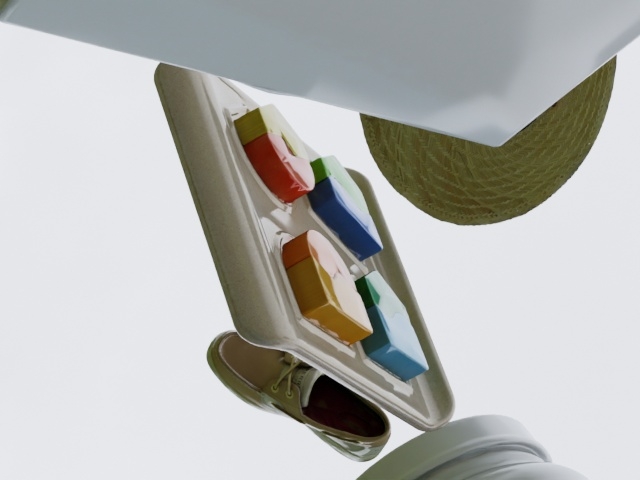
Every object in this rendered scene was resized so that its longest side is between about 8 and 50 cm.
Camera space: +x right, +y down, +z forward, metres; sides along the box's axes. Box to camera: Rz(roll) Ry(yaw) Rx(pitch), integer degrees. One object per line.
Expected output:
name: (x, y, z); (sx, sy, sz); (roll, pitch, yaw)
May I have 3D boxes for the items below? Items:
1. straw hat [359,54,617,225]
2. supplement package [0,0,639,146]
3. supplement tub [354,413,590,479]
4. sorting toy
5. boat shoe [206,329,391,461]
straw hat: (0.088, -0.076, 0.780); (0.144, 0.061, 0.144); (-1, -92, 40)
supplement package: (0.042, -0.190, 0.536); (0.263, 0.199, 0.198); (-39, -131, 46)
supplement tub: (0.160, 0.319, 1.339); (0.241, 0.241, 0.331); (-51, -127, 22)
sorting toy: (0.000, 0.000, 1.014); (0.038, 0.208, 0.193); (-32, -122, 20)
boat shoe: (-0.011, 0.096, 1.182); (0.050, 0.135, 0.045); (-63, -176, -25)
